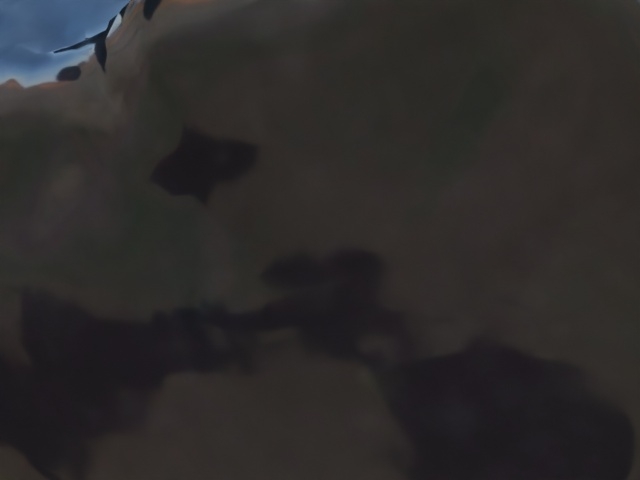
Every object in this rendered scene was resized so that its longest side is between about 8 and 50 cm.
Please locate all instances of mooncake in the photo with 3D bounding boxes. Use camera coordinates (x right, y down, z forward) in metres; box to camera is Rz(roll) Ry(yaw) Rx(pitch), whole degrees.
[{"bbox_3d":[0.000,0.000,0.578,0.381,0.350,0.212,6,23,17],"label":"mooncake"}]
